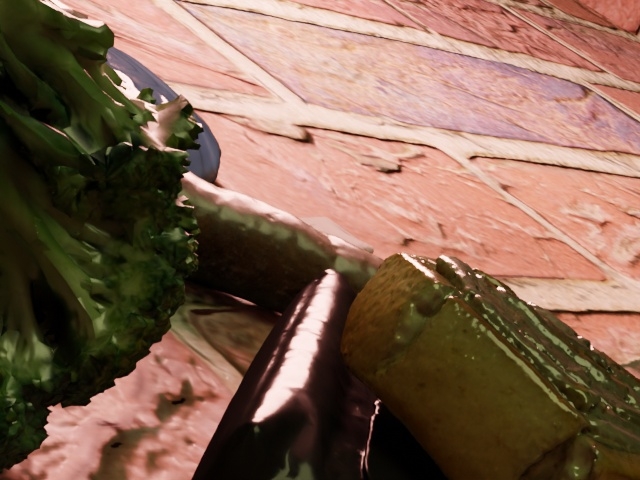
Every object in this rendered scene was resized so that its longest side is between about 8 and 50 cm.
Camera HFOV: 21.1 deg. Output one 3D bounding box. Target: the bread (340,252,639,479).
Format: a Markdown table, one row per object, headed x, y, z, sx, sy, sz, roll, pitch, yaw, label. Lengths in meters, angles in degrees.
| x | y | z | sx | sy | sz | roll | pitch | yaw | label |
| --- | --- | --- | --- | --- | --- | --- | --- | --- | --- |
| 0.078 | 0.062 | 0.678 | 0.156 | 0.064 | 0.117 | 42 | 17 | 20 | bread |

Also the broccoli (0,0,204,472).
| x | y | z | sx | sy | sz | roll | pitch | yaw | label |
| --- | --- | --- | --- | --- | --- | --- | --- | --- | --- |
| -0.171 | -0.028 | 0.596 | 0.269 | 0.242 | 0.261 | -8 | 48 | -11 | broccoli |

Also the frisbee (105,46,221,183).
| x | y | z | sx | sy | sz | roll | pitch | yaw | label |
| --- | --- | --- | --- | --- | --- | --- | --- | --- | --- |
| -0.187 | -0.117 | 1.088 | 0.289 | 0.049 | 0.289 | 24 | 18 | -8 | frisbee |

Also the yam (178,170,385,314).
| x | y | z | sx | sy | sz | roll | pitch | yaw | label |
| --- | --- | --- | --- | --- | --- | --- | --- | --- | --- |
| -0.019 | 0.013 | 0.944 | 0.274 | 0.061 | 0.061 | 24 | 18 | -13 | yam |

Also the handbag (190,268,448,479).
| x | y | z | sx | sy | sz | roll | pitch | yaw | label |
| --- | --- | --- | --- | --- | --- | --- | --- | --- | --- |
| 0.057 | 0.123 | 0.724 | 0.223 | 0.080 | 0.247 | 34 | 16 | -2 | handbag |

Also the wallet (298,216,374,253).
| x | y | z | sx | sy | sz | roll | pitch | yaw | label |
| --- | --- | --- | --- | --- | --- | --- | --- | --- | --- |
| 0.000 | 0.000 | 1.085 | 0.044 | 0.011 | 0.083 | 33 | 19 | 21 | wallet |
